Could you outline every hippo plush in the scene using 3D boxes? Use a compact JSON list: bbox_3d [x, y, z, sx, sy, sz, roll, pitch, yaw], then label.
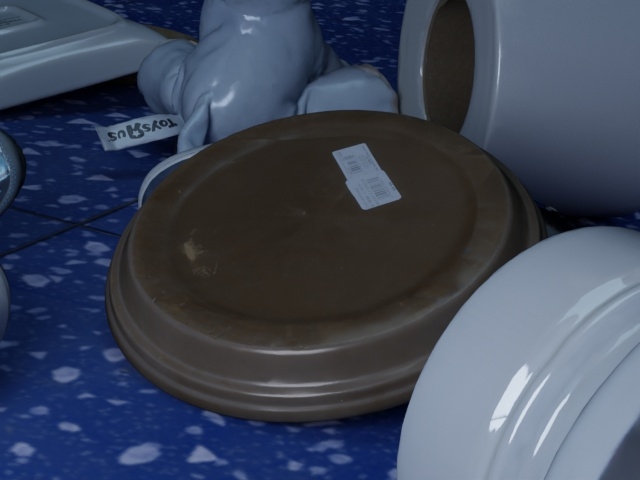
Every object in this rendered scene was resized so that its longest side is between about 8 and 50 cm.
[{"bbox_3d":[-0.066,-0.208,1.276,0.294,0.237,0.234,-11,25,-41],"label":"hippo plush"}]

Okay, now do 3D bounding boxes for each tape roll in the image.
[{"bbox_3d":[0.181,-0.142,1.227,0.169,0.246,0.246,1,19,-15],"label":"tape roll"}]

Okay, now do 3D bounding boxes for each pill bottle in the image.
[{"bbox_3d":[0.197,0.131,0.482,0.204,0.204,0.361,-7,23,-34],"label":"pill bottle"}]

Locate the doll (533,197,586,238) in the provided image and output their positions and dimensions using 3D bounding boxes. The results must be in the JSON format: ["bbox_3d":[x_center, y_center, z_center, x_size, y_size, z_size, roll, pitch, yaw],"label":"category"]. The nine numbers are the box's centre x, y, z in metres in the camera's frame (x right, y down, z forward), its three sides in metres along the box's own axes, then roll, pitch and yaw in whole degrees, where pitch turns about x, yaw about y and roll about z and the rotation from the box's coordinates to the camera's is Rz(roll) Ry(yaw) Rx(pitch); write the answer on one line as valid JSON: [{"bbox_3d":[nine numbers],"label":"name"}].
[{"bbox_3d":[0.165,-0.006,1.060,0.189,0.046,0.129,26,21,6],"label":"doll"}]

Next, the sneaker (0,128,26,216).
[{"bbox_3d":[-0.310,-0.023,0.909,0.262,0.104,0.125,-11,5,-18],"label":"sneaker"}]

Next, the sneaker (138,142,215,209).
[{"bbox_3d":[-0.015,-0.008,1.012,0.226,0.086,0.163,5,16,-6],"label":"sneaker"}]

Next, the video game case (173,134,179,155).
[{"bbox_3d":[0.004,-0.101,1.393,0.196,0.026,0.274,12,20,16],"label":"video game case"}]

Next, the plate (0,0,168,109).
[{"bbox_3d":[-0.328,-0.206,1.488,0.277,0.045,0.278,-22,33,-34],"label":"plate"}]

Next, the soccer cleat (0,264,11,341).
[{"bbox_3d":[-0.332,0.022,0.781,0.318,0.109,0.116,12,20,-1],"label":"soccer cleat"}]

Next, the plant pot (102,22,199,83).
[{"bbox_3d":[-0.250,-0.211,1.626,0.236,0.032,0.236,5,18,-2],"label":"plant pot"}]

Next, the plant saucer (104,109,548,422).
[{"bbox_3d":[0.000,0.000,0.897,0.278,0.041,0.278,-7,38,5],"label":"plant saucer"}]
